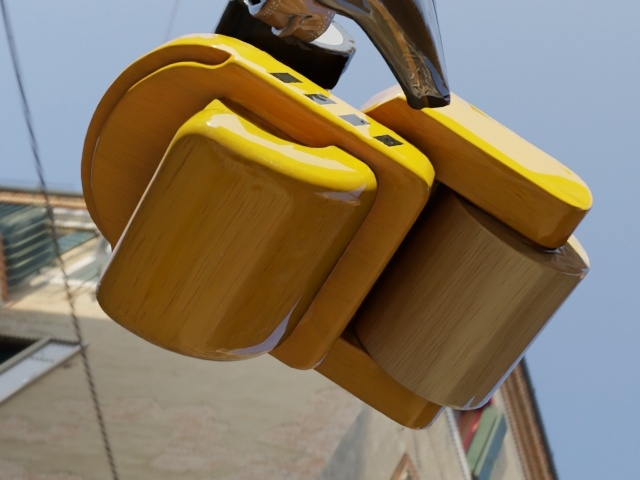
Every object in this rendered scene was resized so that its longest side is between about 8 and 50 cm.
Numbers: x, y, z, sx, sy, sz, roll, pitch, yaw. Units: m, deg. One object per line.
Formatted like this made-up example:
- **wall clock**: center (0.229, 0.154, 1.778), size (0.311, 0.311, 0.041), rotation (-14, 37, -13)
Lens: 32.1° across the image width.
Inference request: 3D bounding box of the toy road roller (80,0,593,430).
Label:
- **toy road roller**: center (0.000, 0.000, 0.717), size (0.329, 0.240, 0.202), rotation (32, -66, -1)

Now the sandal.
- **sandal**: center (-0.005, -0.096, 0.354), size (0.060, 0.219, 0.090), rotation (-12, -98, 19)
